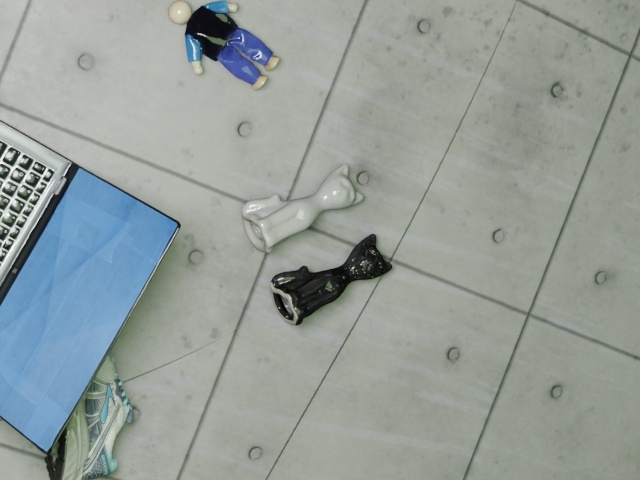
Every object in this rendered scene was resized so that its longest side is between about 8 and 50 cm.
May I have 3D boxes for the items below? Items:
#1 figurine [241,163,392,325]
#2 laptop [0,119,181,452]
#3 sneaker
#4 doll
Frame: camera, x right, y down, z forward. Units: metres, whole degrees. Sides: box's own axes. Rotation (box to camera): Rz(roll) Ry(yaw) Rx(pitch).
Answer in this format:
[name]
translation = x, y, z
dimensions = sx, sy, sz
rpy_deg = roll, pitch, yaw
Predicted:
[figurine]
translation = 0.000, 0.000, 2.043
dimensions = 0.209, 0.092, 0.215
rpy_deg = -26, 103, -21
[laptop]
translation = -0.490, 0.029, 1.800
dimensions = 0.407, 0.236, 0.382
rpy_deg = 31, 86, -19
[sneaker]
translation = -0.358, 0.243, 1.956
dimensions = 0.122, 0.110, 0.283
rpy_deg = 5, 98, -36
[doll]
translation = -0.161, -0.315, 1.963
dimensions = 0.189, 0.046, 0.129
rpy_deg = 35, 85, -19
